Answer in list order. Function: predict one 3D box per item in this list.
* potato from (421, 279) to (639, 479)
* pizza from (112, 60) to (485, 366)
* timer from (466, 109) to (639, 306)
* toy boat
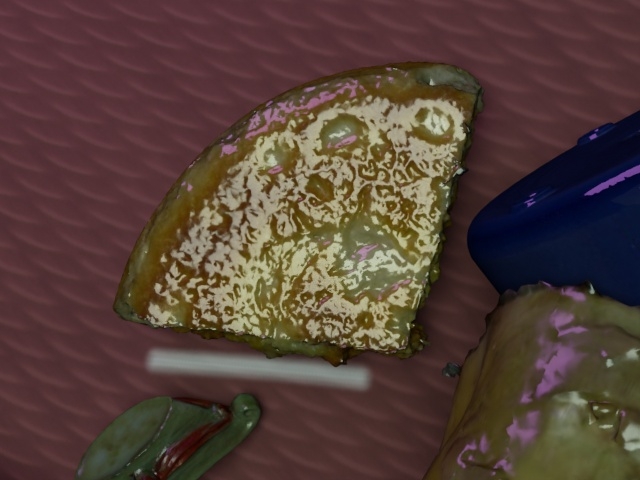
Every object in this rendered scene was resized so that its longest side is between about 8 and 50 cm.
[{"bbox_3d":[0.145,0.216,0.684,0.288,0.301,0.237,39,57,3],"label":"potato"},{"bbox_3d":[0.000,0.000,0.908,0.335,0.086,0.226,-34,84,7],"label":"pizza"},{"bbox_3d":[0.298,0.090,0.781,0.270,0.270,0.384,-29,93,6],"label":"timer"},{"bbox_3d":[-0.132,0.173,0.922,0.185,0.071,0.089,-41,36,4],"label":"toy boat"}]
